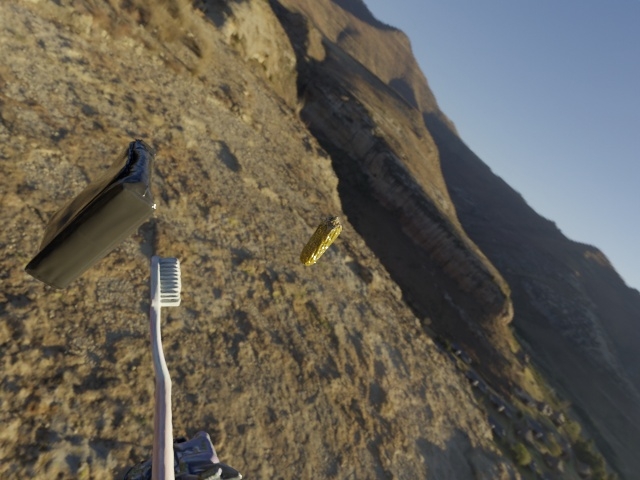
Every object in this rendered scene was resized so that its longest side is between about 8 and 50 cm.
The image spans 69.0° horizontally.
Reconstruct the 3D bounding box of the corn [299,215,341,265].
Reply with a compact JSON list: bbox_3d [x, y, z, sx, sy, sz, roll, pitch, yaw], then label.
[{"bbox_3d":[0.000,0.000,0.588,0.027,0.083,0.028,47,32,15],"label":"corn"}]

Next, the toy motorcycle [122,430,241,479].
[{"bbox_3d":[-0.234,0.403,0.821,0.152,0.225,0.073,-42,123,-49],"label":"toy motorcycle"}]

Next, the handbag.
[{"bbox_3d":[-0.377,-0.050,0.801,0.080,0.247,0.223,46,10,-32],"label":"handbag"}]

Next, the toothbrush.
[{"bbox_3d":[-0.140,0.158,0.426,0.030,0.025,0.307,-1,69,-18],"label":"toothbrush"}]
